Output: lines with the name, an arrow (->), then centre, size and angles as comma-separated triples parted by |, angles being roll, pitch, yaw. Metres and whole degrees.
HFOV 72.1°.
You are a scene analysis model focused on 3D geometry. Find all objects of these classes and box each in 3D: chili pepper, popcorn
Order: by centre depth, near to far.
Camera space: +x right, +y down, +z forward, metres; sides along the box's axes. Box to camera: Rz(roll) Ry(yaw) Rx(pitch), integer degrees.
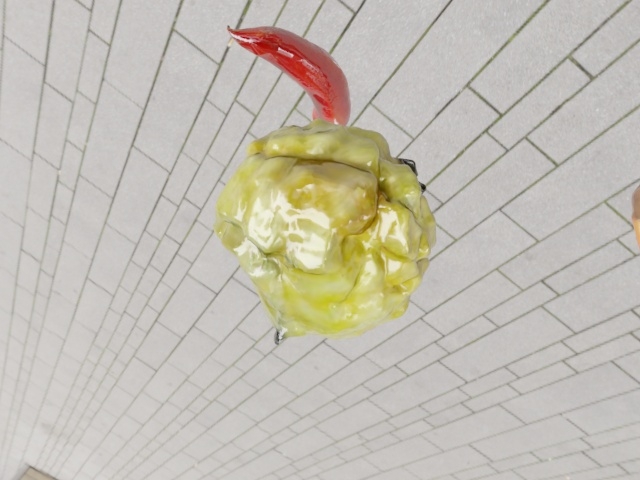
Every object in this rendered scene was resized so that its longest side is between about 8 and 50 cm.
popcorn -> 0.000, 0.000, 0.502 | 0.252, 0.215, 0.286 | 15, 141, 27
chili pepper -> -0.019, -0.296, 0.830 | 0.137, 0.092, 0.368 | -4, 160, 21

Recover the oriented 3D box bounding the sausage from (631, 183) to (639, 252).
sausage -> 0.417, 0.066, 0.359 | 0.233, 0.233, 0.287 | -14, 114, 31
